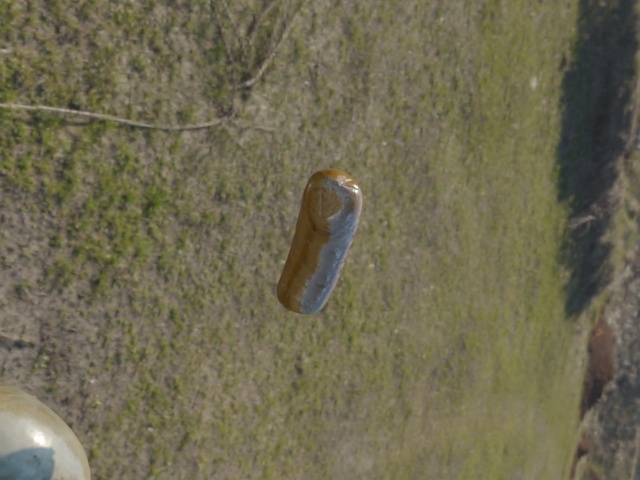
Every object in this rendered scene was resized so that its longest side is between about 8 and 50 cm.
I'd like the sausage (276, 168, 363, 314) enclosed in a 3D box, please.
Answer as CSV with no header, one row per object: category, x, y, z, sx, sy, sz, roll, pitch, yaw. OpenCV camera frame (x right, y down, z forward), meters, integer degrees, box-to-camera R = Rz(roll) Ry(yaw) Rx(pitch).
sausage,0.002,0.001,1.190,0.109,0.108,0.271,-49,162,-48

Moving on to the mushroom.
mushroom,-0.573,0.402,1.217,0.295,0.362,0.362,-67,155,-44
